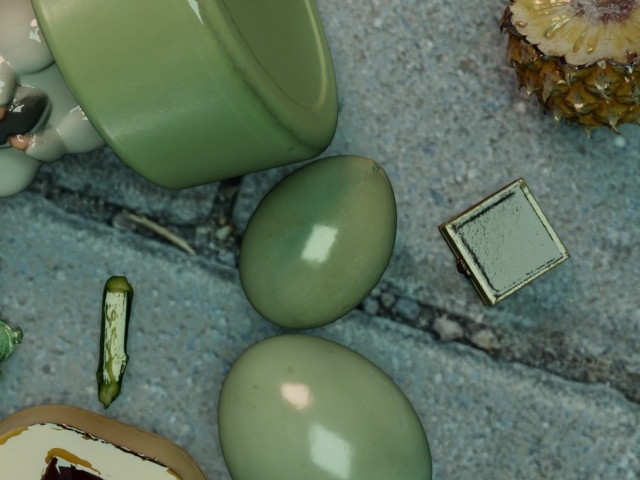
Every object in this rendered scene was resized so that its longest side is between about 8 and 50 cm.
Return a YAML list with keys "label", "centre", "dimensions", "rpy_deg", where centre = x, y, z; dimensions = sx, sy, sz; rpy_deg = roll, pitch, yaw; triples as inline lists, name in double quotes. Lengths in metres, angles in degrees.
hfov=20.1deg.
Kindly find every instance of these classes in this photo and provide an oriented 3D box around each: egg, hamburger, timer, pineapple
- label: "egg"
  centre: [0.002, 0.160, 1.402]
  dimensions: [0.149, 0.149, 0.192]
  rpy_deg: [-41, 86, -7]
- label: "hamburger"
  centre: [-0.183, 0.222, 1.400]
  dimensions: [0.210, 0.116, 0.173]
  rpy_deg: [19, 77, -1]
- label: "egg"
  centre: [0.000, 0.000, 1.427]
  dimensions: [0.114, 0.114, 0.152]
  rpy_deg: [36, 87, -4]
- label: "timer"
  centre: [-0.185, -0.142, 1.365]
  dimensions: [0.315, 0.291, 0.290]
  rpy_deg: [-23, 90, 15]
- label: "pineapple"
  centre: [0.230, -0.145, 1.463]
  dimensions: [0.162, 0.137, 0.176]
  rpy_deg: [-9, 49, 3]

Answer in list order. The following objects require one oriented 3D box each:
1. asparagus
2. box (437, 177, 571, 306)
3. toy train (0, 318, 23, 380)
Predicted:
- label: "asparagus"
  centre: [-0.166, 0.082, 1.450]
  dimensions: [0.025, 0.021, 0.108]
  rpy_deg: [5, 86, -7]
- label: "box"
  centre: [0.149, 0.002, 1.485]
  dimensions: [0.083, 0.035, 0.079]
  rpy_deg: [-32, 91, -8]
- label: "toy train"
  centre: [-0.296, 0.064, 1.406]
  dimensions: [0.081, 0.099, 0.149]
  rpy_deg: [-19, 83, 26]
